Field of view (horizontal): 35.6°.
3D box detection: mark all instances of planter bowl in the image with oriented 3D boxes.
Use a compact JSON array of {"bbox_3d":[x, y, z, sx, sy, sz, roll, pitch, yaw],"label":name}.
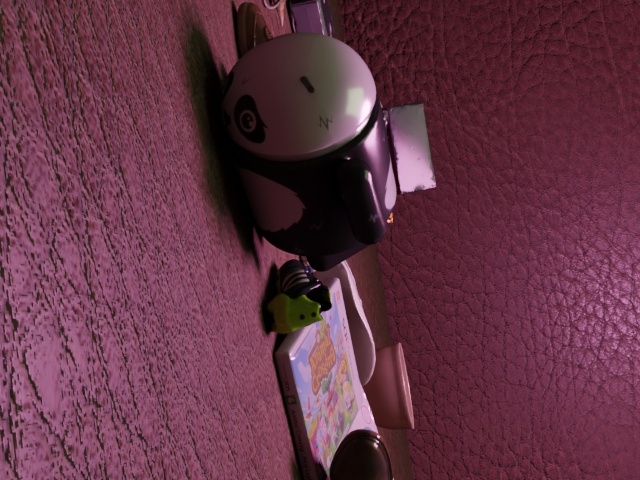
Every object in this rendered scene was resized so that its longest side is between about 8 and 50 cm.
[{"bbox_3d":[0.109,0.279,1.868,0.162,0.109,0.162,-9,90,-84],"label":"planter bowl"}]

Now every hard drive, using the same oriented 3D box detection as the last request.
[{"bbox_3d":[-0.008,-0.425,2.081,0.339,0.064,0.236,-89,168,-62],"label":"hard drive"}]

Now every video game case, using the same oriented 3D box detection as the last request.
[{"bbox_3d":[0.004,0.177,1.261,0.212,0.023,0.193,-53,135,-61],"label":"video game case"}]

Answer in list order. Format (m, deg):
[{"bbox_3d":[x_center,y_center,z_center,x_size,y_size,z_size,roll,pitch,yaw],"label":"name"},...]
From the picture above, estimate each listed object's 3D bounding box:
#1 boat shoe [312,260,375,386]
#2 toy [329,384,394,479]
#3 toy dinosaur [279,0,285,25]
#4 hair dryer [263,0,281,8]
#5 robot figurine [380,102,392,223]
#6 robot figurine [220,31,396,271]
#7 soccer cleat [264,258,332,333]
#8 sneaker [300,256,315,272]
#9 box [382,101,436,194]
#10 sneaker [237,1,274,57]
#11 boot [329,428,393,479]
[{"bbox_3d":[0.043,0.127,1.645,0.081,0.079,0.227,-53,130,-75],"label":"boat shoe"},{"bbox_3d":[0.039,0.302,1.374,0.137,0.056,0.237,0,65,-62],"label":"toy"},{"bbox_3d":[-0.054,-0.425,1.670,0.092,0.053,0.183,-60,-172,-7],"label":"toy dinosaur"},{"bbox_3d":[-0.079,-0.532,1.537,0.293,0.080,0.223,74,10,-45],"label":"hair dryer"},{"bbox_3d":[0.072,-0.163,2.055,0.211,0.085,0.291,-23,-107,58],"label":"robot figurine"},{"bbox_3d":[-0.012,-0.093,1.101,0.278,0.209,0.173,75,30,-45],"label":"robot figurine"},{"bbox_3d":[-0.021,0.066,1.196,0.179,0.072,0.060,-79,159,-72],"label":"soccer cleat"},{"bbox_3d":[0.000,0.000,1.547,0.135,0.058,0.052,-93,171,-50],"label":"sneaker"},{"bbox_3d":[0.125,-0.188,2.163,0.261,0.103,0.184,-3,-80,60],"label":"box"},{"bbox_3d":[-0.060,-0.215,1.270,0.066,0.071,0.188,36,45,-81],"label":"sneaker"},{"bbox_3d":[0.040,0.334,1.184,0.106,0.082,0.219,-75,172,-59],"label":"boot"}]
